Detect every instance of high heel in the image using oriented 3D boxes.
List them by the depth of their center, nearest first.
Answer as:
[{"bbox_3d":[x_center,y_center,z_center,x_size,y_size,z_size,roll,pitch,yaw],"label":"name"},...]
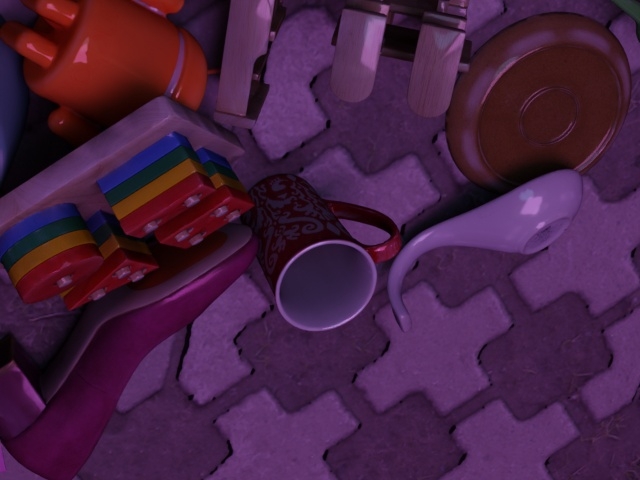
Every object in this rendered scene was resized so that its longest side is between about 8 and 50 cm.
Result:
[{"bbox_3d":[-0.200,0.125,1.731,0.377,0.127,0.181,-28,120,14],"label":"high heel"}]

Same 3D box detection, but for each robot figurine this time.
[{"bbox_3d":[-0.205,-0.174,1.540,0.219,0.158,0.128,25,146,-33],"label":"robot figurine"}]

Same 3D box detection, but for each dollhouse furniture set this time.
[{"bbox_3d":[0.028,-0.189,1.580,0.242,0.212,0.161,12,117,2],"label":"dollhouse furniture set"}]

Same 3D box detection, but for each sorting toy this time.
[{"bbox_3d":[-0.202,-0.020,1.552,0.255,0.089,0.257,-32,170,8],"label":"sorting toy"}]

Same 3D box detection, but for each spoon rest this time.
[{"bbox_3d":[0.189,-0.003,1.831,0.276,0.084,0.137,-32,157,-6],"label":"spoon rest"}]

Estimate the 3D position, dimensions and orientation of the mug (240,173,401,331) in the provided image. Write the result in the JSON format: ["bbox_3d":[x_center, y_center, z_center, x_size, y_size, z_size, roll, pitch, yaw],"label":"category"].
[{"bbox_3d":[-0.005,0.008,1.708,0.150,0.169,0.113,5,118,-25],"label":"mug"}]

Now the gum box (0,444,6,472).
[{"bbox_3d":[-0.390,0.160,1.583,0.107,0.062,0.188,-13,125,-14],"label":"gum box"}]

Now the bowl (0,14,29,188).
[{"bbox_3d":[-0.420,-0.098,1.480,0.312,0.163,0.311,-10,124,-15],"label":"bowl"}]

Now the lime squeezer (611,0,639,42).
[{"bbox_3d":[0.390,-0.226,1.755,0.310,0.110,0.059,25,91,-33],"label":"lime squeezer"}]

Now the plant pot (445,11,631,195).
[{"bbox_3d":[0.259,-0.148,1.802,0.236,0.032,0.236,-10,123,-15],"label":"plant pot"}]
